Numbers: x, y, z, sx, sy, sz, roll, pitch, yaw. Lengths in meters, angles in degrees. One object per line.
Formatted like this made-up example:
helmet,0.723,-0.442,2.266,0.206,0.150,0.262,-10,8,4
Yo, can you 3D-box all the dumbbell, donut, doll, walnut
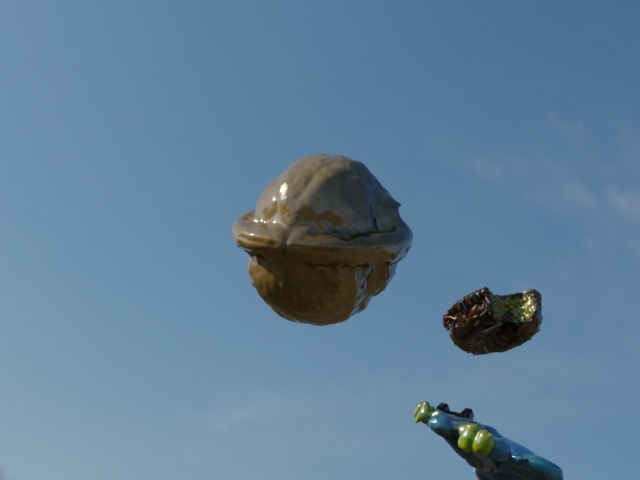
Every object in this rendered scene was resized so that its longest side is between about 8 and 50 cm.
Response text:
dumbbell,0.293,0.380,2.297,0.083,0.036,0.040,8,-40,32
donut,0.388,0.188,2.375,0.230,0.096,0.216,10,-38,-37
doll,0.284,0.365,1.747,0.341,0.099,0.346,32,-9,-37
walnut,0.005,0.006,2.191,0.383,0.384,0.384,12,-27,6
